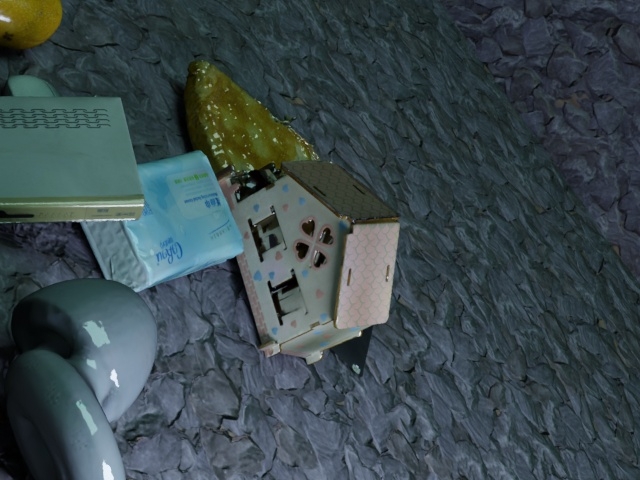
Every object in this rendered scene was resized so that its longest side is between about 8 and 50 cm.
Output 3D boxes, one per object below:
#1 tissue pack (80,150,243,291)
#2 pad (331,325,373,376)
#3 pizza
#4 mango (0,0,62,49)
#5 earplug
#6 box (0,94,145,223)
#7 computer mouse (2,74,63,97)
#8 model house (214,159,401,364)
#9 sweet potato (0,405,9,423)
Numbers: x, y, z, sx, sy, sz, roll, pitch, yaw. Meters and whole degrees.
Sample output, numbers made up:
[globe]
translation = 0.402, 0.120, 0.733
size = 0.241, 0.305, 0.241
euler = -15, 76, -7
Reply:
[tissue pack]
translation = -0.229, -0.031, 1.953
size = 0.263, 0.089, 0.177
euler = -20, 85, -59
[pad]
translation = 0.042, 0.135, 2.256
size = 0.116, 0.004, 0.193
euler = 43, 30, -17
[pizza]
translation = -0.108, -0.146, 2.286
size = 0.288, 0.075, 0.279
euler = 22, 46, -39
[mango]
translation = -0.485, -0.358, 1.944
size = 0.262, 0.109, 0.157
euler = 9, 54, -49
[earplug]
translation = -0.274, 0.177, 1.555
size = 0.175, 0.214, 0.325
euler = -2, 41, -6
[box]
translation = -0.380, -0.111, 1.781
size = 0.270, 0.045, 0.210
euler = -3, 56, -24
[computer mouse]
translation = -0.384, -0.151, 1.901
size = 0.113, 0.068, 0.229
euler = 11, 49, -48
[model house]
translation = 0.000, 0.000, 2.057
size = 0.169, 0.244, 0.326
euler = -1, 68, -48
[sweet potato]
translation = -0.416, 0.181, 1.503
size = 0.206, 0.060, 0.068
euler = 26, 29, -52
